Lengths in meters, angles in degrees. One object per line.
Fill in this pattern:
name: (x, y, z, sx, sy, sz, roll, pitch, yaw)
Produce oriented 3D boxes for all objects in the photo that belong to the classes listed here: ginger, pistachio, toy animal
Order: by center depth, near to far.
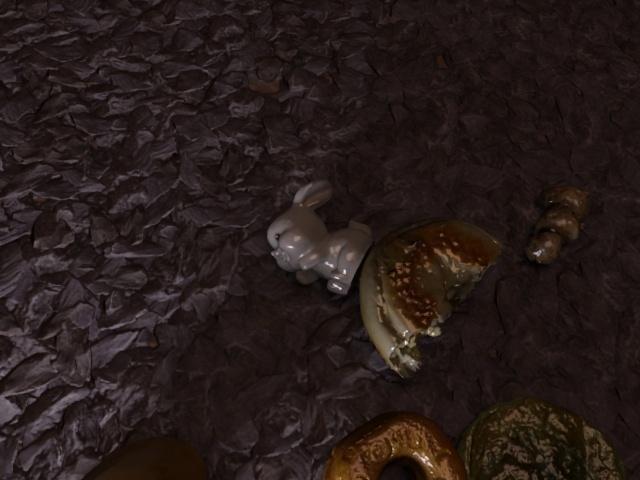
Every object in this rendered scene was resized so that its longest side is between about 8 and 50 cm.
pistachio: (-0.287, 0.402, 0.875, 0.261, 0.162, 0.212, -15, 42, 0)
toy animal: (0.008, 0.000, 1.138, 0.193, 0.127, 0.178, 35, 61, 14)
ginger: (0.480, -0.030, 1.234, 0.104, 0.080, 0.204, 19, 58, 21)

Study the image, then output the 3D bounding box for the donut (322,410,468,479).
donut: (0.121, 0.380, 0.950, 0.227, 0.114, 0.226, 3, 61, -6)

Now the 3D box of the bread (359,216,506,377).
bread: (0.167, 0.078, 1.085, 0.192, 0.171, 0.314, 37, 64, 12)

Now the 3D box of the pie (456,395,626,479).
pie: (0.365, 0.385, 0.993, 0.277, 0.078, 0.277, 3, 60, -6)
